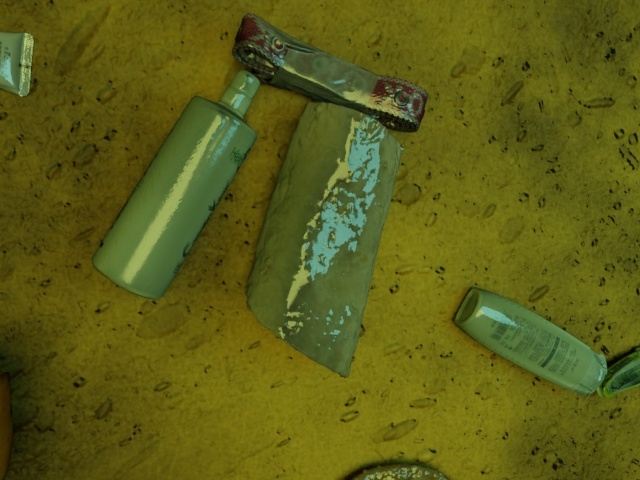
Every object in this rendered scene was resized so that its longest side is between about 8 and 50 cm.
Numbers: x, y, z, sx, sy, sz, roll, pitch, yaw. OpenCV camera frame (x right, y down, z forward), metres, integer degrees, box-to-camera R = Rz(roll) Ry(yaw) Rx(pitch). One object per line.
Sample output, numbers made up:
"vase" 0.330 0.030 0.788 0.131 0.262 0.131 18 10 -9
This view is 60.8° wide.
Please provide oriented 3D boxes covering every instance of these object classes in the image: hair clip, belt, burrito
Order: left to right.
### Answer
"burrito" 0.004 0.001 0.621 0.143 0.105 0.299 14 92 -16
"belt" 0.013 -0.181 0.621 0.232 0.071 0.053 19 86 -16
"hair clip" 0.461 0.179 0.766 0.189 0.033 0.060 -15 101 -12

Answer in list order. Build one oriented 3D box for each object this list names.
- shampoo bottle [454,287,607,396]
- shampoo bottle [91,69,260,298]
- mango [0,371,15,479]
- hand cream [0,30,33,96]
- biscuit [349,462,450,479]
"shampoo bottle" 0.278 0.135 0.717 0.213 0.049 0.072 30 86 -12
"shampoo bottle" -0.143 -0.067 0.592 0.085 0.085 0.262 31 90 -13
"mango" -0.422 0.250 0.534 0.201 0.199 0.349 30 104 15
"hand cream" -0.394 -0.195 0.537 0.195 0.042 0.067 5 91 -33
"biscuit" 0.096 0.392 0.720 0.220 0.033 0.219 -2 98 -13
